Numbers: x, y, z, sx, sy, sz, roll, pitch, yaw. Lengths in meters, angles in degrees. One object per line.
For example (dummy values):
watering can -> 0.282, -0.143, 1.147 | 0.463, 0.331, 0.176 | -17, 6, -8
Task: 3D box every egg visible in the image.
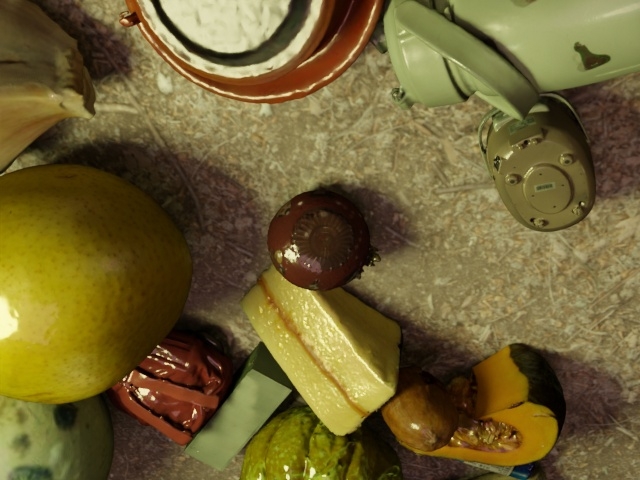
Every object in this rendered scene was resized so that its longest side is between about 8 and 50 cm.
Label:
egg -> -0.535, 0.358, 1.416 | 0.345, 0.345, 0.428 | 24, 146, -8

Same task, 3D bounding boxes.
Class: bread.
bread -> -0.011, 0.176, 1.345 | 0.264, 0.163, 0.167 | 33, 122, -13

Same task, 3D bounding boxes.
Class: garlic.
garlic -> -0.506, -0.213, 1.173 | 0.246, 0.231, 0.340 | -4, 159, -44

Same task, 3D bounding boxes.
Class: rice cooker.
rice cooker -> 0.307, -0.106, 1.133 | 0.145, 0.127, 0.206 | -21, 127, 19

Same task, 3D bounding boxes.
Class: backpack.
backpack -> -0.279, 0.246, 1.441 | 0.229, 0.139, 0.229 | 3, 124, 5

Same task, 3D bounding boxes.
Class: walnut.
walnut -> 0.157, 0.271, 1.344 | 0.116, 0.207, 0.115 | -5, 111, -15

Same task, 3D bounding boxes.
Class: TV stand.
TV stand -> -0.147, 0.310, 1.502 | 0.088, 0.082, 0.269 | 32, 123, -11

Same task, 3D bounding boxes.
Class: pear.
pear -> -0.400, 0.064, 1.198 | 0.418, 0.362, 0.362 | -9, 125, -13

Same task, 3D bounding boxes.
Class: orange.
orange -> 0.009, 0.418, 1.465 | 0.301, 0.223, 0.300 | 15, 146, -3

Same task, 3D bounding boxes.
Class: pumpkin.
pumpkin -> 0.275, 0.276, 1.385 | 0.281, 0.139, 0.190 | 9, 128, -1

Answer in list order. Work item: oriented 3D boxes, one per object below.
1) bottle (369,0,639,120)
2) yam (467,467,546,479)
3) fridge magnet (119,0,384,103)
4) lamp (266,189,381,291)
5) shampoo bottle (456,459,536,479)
bottle -> 0.227, -0.261, 0.991 | 0.352, 0.229, 0.229 | -13, 121, 22
yam -> 0.283, 0.500, 1.576 | 0.317, 0.067, 0.071 | -19, 119, 21
fridge magnet -> -0.096, -0.340, 1.006 | 0.364, 0.155, 0.363 | 8, 120, 14
lamp -> -0.004, 0.003, 1.252 | 0.156, 0.135, 0.157 | -26, 92, -10
shampoo bottle -> 0.306, 0.377, 1.494 | 0.183, 0.050, 0.087 | 18, 97, -4
